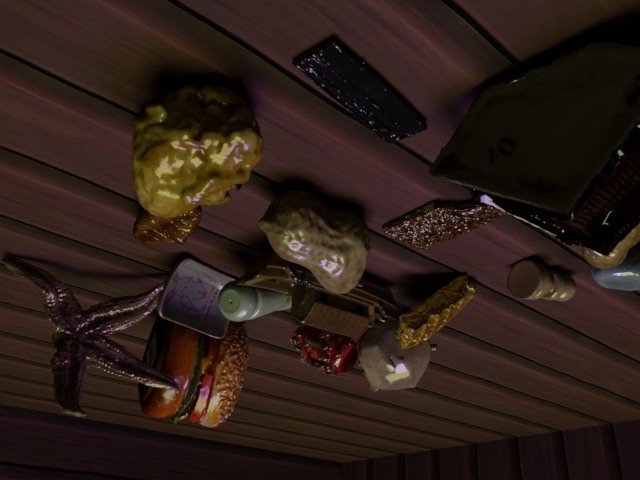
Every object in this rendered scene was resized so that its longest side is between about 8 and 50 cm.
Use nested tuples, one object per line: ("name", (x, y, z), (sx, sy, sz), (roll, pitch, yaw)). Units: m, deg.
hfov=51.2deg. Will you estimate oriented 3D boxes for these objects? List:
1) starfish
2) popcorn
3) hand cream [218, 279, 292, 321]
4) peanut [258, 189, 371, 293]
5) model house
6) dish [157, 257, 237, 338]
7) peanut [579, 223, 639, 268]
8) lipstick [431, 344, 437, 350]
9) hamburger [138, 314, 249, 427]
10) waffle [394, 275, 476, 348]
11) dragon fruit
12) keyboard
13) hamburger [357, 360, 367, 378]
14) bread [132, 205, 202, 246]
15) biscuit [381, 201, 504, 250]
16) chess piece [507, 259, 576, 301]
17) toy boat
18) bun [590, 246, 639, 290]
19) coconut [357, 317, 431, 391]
("starfish", (-0.531, 0.219, 1.560), (0.383, 0.398, 0.132), (-4, 155, -14))
("popcorn", (-0.198, -0.128, 1.028), (0.191, 0.190, 0.253), (18, 153, -17))
("hand cream", (-0.128, 0.133, 1.598), (0.147, 0.093, 0.305), (-13, 175, 27))
("peanut", (0.008, -0.005, 1.321), (0.159, 0.143, 0.291), (-43, 134, 8))
("model house", (0.394, -0.139, 1.011), (0.282, 0.297, 0.317), (15, 113, -44))
("dish", (-0.298, 0.135, 1.611), (0.077, 0.151, 0.212), (17, 170, 44))
("peanut", (0.575, -0.018, 1.316), (0.103, 0.098, 0.229), (-24, 152, -10))
("lipstick", (0.323, 0.345, 2.116), (0.094, 0.019, 0.019), (-12, 150, 24))
("hamburger", (-0.333, 0.334, 1.790), (0.250, 0.330, 0.330), (17, 149, -23))
("waffle", (0.289, 0.188, 1.675), (0.229, 0.057, 0.219), (-31, 158, -14))
("dragon fruit", (0.011, 0.297, 1.888), (0.160, 0.172, 0.167), (-22, 136, -46))
("keyboard", (0.069, -0.221, 1.019), (0.087, 0.017, 0.250), (-19, 146, 36))
("hamburger", (0.207, 0.376, 2.022), (0.190, 0.118, 0.182), (4, 177, -9))
("bread", (-0.291, -0.046, 1.310), (0.105, 0.076, 0.233), (33, 148, -28))
("biscuit", (0.250, -0.039, 1.360), (0.131, 0.026, 0.236), (21, 148, -36))
("chess piece", (0.530, 0.101, 1.572), (0.170, 0.094, 0.094), (11, 152, -35))
("toy boat", (0.003, 0.134, 1.558), (0.445, 0.162, 0.135), (24, 148, -37))
("bun", (0.675, 0.060, 1.482), (0.140, 0.083, 0.141), (8, 160, 3))
("coconut", (0.196, 0.314, 1.833), (0.224, 0.224, 0.224), (1, 153, 0))
